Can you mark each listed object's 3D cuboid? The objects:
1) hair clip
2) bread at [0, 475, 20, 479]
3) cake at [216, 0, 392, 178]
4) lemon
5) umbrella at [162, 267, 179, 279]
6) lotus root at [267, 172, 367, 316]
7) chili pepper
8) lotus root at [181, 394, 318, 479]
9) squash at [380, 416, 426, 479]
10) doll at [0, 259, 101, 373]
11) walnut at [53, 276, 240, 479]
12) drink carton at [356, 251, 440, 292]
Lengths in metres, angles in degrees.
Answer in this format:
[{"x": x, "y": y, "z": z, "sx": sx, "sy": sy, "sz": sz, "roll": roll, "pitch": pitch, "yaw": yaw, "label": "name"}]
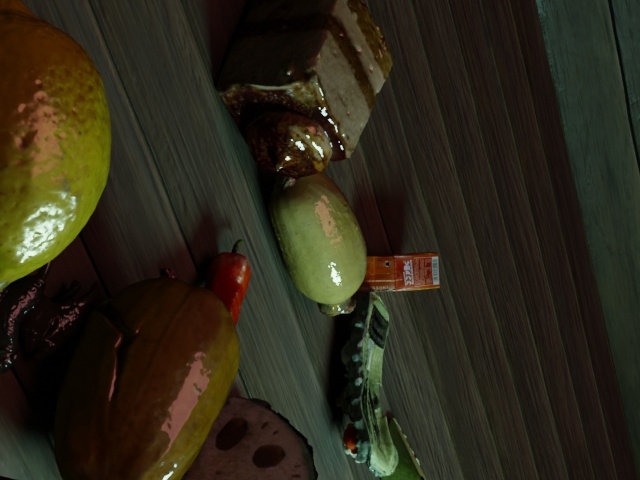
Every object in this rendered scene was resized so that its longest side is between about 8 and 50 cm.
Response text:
[{"x": 0.072, "y": 0.254, "z": 2.254, "sx": 0.138, "sy": 0.091, "sz": 0.321, "roll": 46, "pitch": 38, "yaw": -54, "label": "hair clip"}, {"x": -0.314, "y": 0.356, "z": 1.294, "sx": 0.279, "sy": 0.250, "sz": 0.225, "roll": 49, "pitch": 49, "yaw": -48, "label": "bread"}, {"x": -0.038, "y": -0.241, "z": 1.965, "sx": 0.199, "sy": 0.196, "sz": 0.293, "roll": 58, "pitch": 44, "yaw": -42, "label": "cake"}, {"x": -0.337, "y": -0.096, "z": 1.291, "sx": 0.253, "sy": 0.253, "sz": 0.310, "roll": 3, "pitch": 89, "yaw": -63, "label": "lemon"}, {"x": -0.186, "y": 0.100, "z": 1.819, "sx": 0.027, "sy": 0.025, "sz": 0.165, "roll": -47, "pitch": 130, "yaw": -26, "label": "umbrella"}, {"x": 0.003, "y": -0.002, "z": 2.081, "sx": 0.146, "sy": 0.131, "sz": 0.303, "roll": -60, "pitch": 139, "yaw": -45, "label": "lotus root"}, {"x": -0.140, "y": 0.082, "z": 1.840, "sx": 0.272, "sy": 0.063, "sz": 0.071, "roll": -81, "pitch": 150, "yaw": -52, "label": "chili pepper"}, {"x": -0.140, "y": 0.349, "z": 1.666, "sx": 0.272, "sy": 0.272, "sz": 0.192, "roll": -61, "pitch": 173, "yaw": -46, "label": "lotus root"}, {"x": 0.207, "y": 0.478, "z": 2.433, "sx": 0.237, "sy": 0.155, "sz": 0.204, "roll": 61, "pitch": 39, "yaw": -40, "label": "squash"}, {"x": -0.335, "y": 0.086, "z": 1.492, "sx": 0.139, "sy": 0.057, "sz": 0.165, "roll": 56, "pitch": 50, "yaw": -49, "label": "doll"}, {"x": -0.219, "y": 0.193, "z": 1.550, "sx": 0.209, "sy": 0.209, "sz": 0.336, "roll": 59, "pitch": 39, "yaw": -44, "label": "walnut"}, {"x": 0.140, "y": 0.059, "z": 2.391, "sx": 0.223, "sy": 0.096, "sz": 0.071, "roll": -2, "pitch": 90, "yaw": -64, "label": "drink carton"}]
